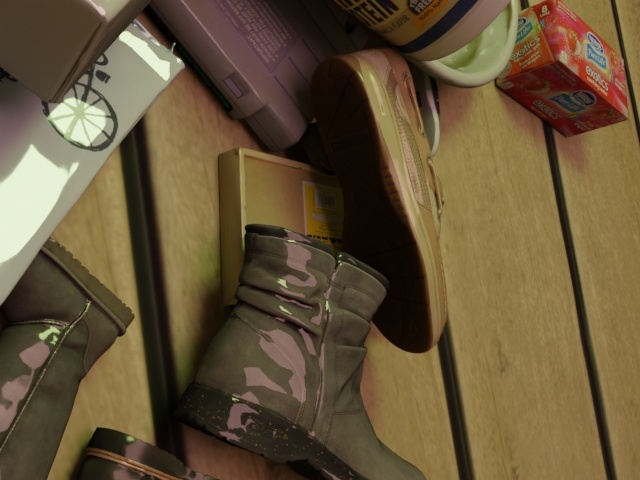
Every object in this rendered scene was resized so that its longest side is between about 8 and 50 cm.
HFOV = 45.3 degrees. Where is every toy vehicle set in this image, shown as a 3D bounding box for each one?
[{"bbox_3d":[0.000,0.000,0.885,0.267,0.035,0.165,10,73,-44],"label":"toy vehicle set"}]

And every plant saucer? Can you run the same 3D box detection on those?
[{"bbox_3d":[0.134,-0.397,1.083,0.400,0.101,0.400,14,69,-43],"label":"plant saucer"}]

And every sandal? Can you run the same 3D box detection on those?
[{"bbox_3d":[0.056,-0.132,0.936,0.219,0.060,0.090,-14,67,-53],"label":"sandal"}]

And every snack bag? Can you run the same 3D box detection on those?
[{"bbox_3d":[-0.297,-0.149,0.571,0.323,0.037,0.342,40,45,-18],"label":"snack bag"}]

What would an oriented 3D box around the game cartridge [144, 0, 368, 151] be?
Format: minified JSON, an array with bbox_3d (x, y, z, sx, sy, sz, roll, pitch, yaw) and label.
[{"bbox_3d":[-0.103,-0.295,0.842,0.355,0.068,0.230,50,53,-25],"label":"game cartridge"}]

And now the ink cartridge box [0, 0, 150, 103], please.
[{"bbox_3d":[-0.172,-0.288,0.535,0.223,0.129,0.307,40,56,-17],"label":"ink cartridge box"}]

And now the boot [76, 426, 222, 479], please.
[{"bbox_3d":[-0.137,0.263,0.658,0.198,0.077,0.137,33,61,-21],"label":"boot"}]

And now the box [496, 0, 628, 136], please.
[{"bbox_3d":[0.424,-0.295,1.341,0.257,0.123,0.128,21,64,-41],"label":"box"}]

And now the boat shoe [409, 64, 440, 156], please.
[{"bbox_3d":[0.151,-0.180,1.081,0.040,0.049,0.142,10,70,-45],"label":"boat shoe"}]

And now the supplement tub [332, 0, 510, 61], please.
[{"bbox_3d":[0.054,-0.358,0.788,0.316,0.228,0.228,31,58,-20],"label":"supplement tub"}]

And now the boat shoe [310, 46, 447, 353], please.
[{"bbox_3d":[0.091,-0.043,0.848,0.110,0.122,0.341,-24,107,-38],"label":"boat shoe"}]

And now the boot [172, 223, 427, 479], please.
[{"bbox_3d":[0.029,0.137,0.788,0.338,0.118,0.222,37,67,-38],"label":"boot"}]

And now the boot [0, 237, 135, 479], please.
[{"bbox_3d":[-0.252,0.098,0.583,0.189,0.076,0.208,45,58,-26],"label":"boot"}]
